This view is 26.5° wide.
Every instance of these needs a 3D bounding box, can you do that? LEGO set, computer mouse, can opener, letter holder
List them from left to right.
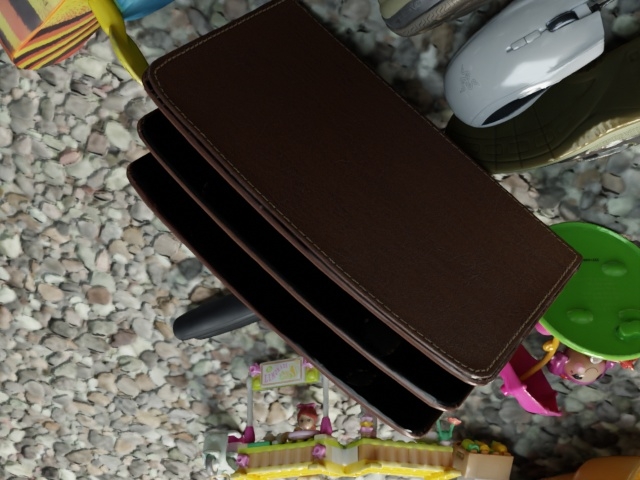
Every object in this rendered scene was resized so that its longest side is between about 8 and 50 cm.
[{"bbox_3d":[-0.048,0.048,1.177,0.186,0.073,0.059,-29,155,31],"label":"can opener"},{"bbox_3d":[0.000,0.000,0.966,0.302,0.214,0.152,42,126,5],"label":"letter holder"},{"bbox_3d":[0.029,0.166,1.238,0.287,0.107,0.132,-3,160,8],"label":"LEGO set"},{"bbox_3d":[0.163,-0.145,0.962,0.193,0.042,0.106,-35,76,26],"label":"computer mouse"}]

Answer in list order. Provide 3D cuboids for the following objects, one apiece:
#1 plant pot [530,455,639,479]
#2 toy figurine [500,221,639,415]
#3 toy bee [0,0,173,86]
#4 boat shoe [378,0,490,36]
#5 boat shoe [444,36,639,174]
[{"bbox_3d":[0.214,0.296,1.230,0.188,0.205,0.205,-4,127,33],"label":"plant pot"},{"bbox_3d":[0.217,0.082,1.130,0.173,0.130,0.159,-1,145,-19],"label":"toy figurine"},{"bbox_3d":[-0.157,-0.215,0.922,0.195,0.162,0.298,42,121,14],"label":"toy bee"},{"bbox_3d":[0.148,-0.263,0.841,0.355,0.132,0.130,-33,89,33],"label":"boat shoe"},{"bbox_3d":[0.201,-0.093,1.004,0.223,0.080,0.073,-19,155,31],"label":"boat shoe"}]
